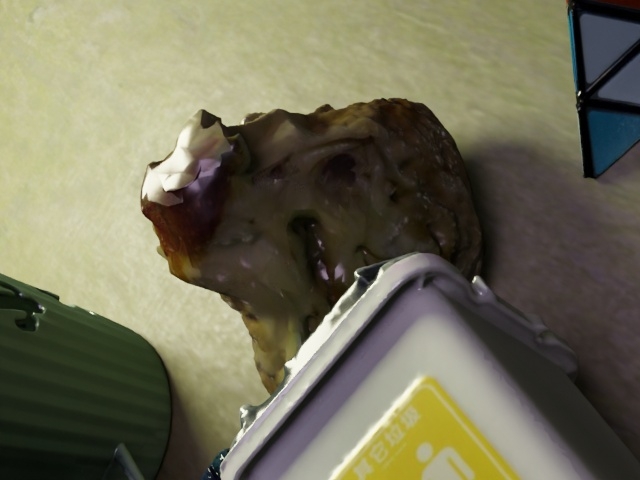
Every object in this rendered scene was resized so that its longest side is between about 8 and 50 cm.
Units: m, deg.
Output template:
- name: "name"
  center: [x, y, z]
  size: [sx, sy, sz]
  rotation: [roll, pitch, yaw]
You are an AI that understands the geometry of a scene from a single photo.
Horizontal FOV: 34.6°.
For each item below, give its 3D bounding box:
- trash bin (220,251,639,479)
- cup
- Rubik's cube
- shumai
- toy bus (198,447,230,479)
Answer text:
- name: "trash bin"
  center: [0.140, 0.216, 0.741]
  size: [0.255, 0.296, 0.367]
  rotation: [-50, 42, 8]
- name: "cup"
  center: [-0.372, 0.208, 1.085]
  size: [0.310, 0.392, 0.400]
  rotation: [-35, 56, 21]
- name: "Rubik's cube"
  center: [0.249, -0.264, 0.911]
  size: [0.284, 0.234, 0.250]
  rotation: [-39, 54, 19]
- name: "shumai"
  center: [-0.001, -0.001, 0.965]
  size: [0.217, 0.283, 0.345]
  rotation: [16, 81, 40]
- name: "toy bus"
  center: [-0.120, 0.293, 1.081]
  size: [0.047, 0.065, 0.166]
  rotation: [42, 100, 39]
